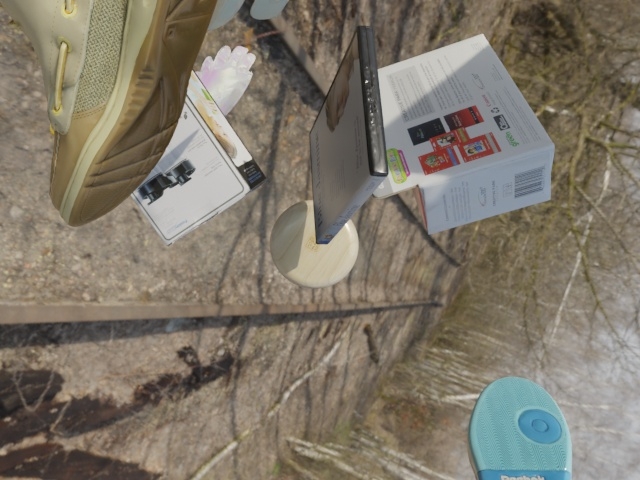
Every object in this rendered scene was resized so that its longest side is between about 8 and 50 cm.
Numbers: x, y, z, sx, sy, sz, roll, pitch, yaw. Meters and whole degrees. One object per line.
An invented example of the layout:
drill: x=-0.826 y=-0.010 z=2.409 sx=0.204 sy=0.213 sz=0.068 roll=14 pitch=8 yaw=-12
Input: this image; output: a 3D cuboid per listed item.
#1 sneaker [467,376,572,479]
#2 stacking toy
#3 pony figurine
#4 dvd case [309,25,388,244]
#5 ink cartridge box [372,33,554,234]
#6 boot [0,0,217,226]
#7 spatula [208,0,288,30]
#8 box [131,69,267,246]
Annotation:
sneaker: x=0.244 y=0.349 z=0.671 sx=0.319 sy=0.127 sz=0.208 roll=-73 pitch=161 yaw=-48
stacking toy: x=0.000 y=0.000 z=0.986 sx=0.330 sy=0.141 sz=0.141 roll=-32 pitch=141 yaw=-85
pony figurine: x=-0.359 y=-0.321 z=1.184 sx=0.364 sy=0.303 sz=0.350 roll=11 pitch=104 yaw=-59
dvd case: x=0.025 y=-0.115 z=0.673 sx=0.253 sy=0.022 sz=0.180 roll=128 pitch=-40 yaw=-69
ink cartridge box: x=0.200 y=-0.179 z=0.914 sx=0.130 sy=0.272 sz=0.309 roll=65 pitch=12 yaw=-50
boot: x=-0.203 y=-0.156 z=0.398 sx=0.262 sy=0.204 sz=0.095 roll=-58 pitch=176 yaw=33
spatula: x=-0.056 y=-0.236 z=0.439 sx=0.168 sy=0.019 sz=0.242 roll=-24 pitch=180 yaw=-30
box: x=-0.233 y=-0.158 z=0.788 sx=0.169 sy=0.289 sz=0.087 roll=-32 pitch=-171 yaw=18
